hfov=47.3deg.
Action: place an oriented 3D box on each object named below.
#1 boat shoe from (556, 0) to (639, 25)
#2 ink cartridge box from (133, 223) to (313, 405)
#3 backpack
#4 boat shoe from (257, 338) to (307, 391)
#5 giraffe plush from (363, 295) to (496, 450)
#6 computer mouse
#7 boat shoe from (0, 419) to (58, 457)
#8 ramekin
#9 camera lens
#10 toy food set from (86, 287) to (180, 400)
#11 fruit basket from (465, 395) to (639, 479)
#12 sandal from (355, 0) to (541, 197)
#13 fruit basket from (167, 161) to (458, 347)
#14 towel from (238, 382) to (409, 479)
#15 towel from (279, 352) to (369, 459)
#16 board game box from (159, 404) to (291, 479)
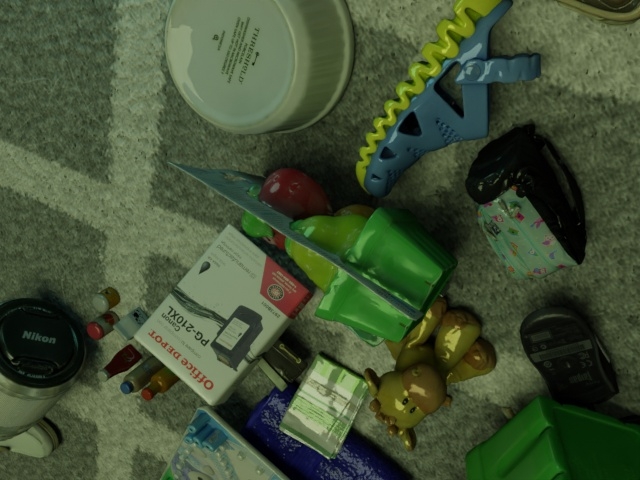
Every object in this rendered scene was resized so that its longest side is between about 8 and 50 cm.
[{"bbox_3d":[0.245,-0.343,0.837,0.302,0.098,0.109,36,120,9],"label":"boat shoe"},{"bbox_3d":[-0.153,0.122,1.181,0.172,0.100,0.237,39,86,8],"label":"ink cartridge box"},{"bbox_3d":[0.267,-0.038,0.948,0.115,0.152,0.182,-23,112,39],"label":"backpack"},{"bbox_3d":[-0.116,0.154,1.269,0.228,0.069,0.081,48,169,11],"label":"boat shoe"},{"bbox_3d":[0.140,0.204,1.091,0.181,0.170,0.210,35,123,10],"label":"giraffe plush"},{"bbox_3d":[0.337,0.202,1.058,0.184,0.060,0.262,-26,109,29],"label":"computer mouse"},{"bbox_3d":[-0.754,0.448,1.709,0.302,0.103,0.113,12,117,23],"label":"boat shoe"},{"bbox_3d":[-0.098,-0.274,1.034,0.273,0.127,0.273,11,116,24],"label":"ramekin"},{"bbox_3d":[-0.626,0.264,1.491,0.219,0.219,0.274,48,125,1],"label":"camera lens"},{"bbox_3d":[-0.381,0.210,1.408,0.232,0.104,0.111,49,124,1],"label":"toy food set"},{"bbox_3d":[0.292,0.442,0.962,0.283,0.392,0.392,17,120,-3],"label":"fruit basket"},{"bbox_3d":[0.162,-0.171,0.938,0.138,0.126,0.317,37,118,1],"label":"sandal"},{"bbox_3d":[0.000,0.000,0.990,0.353,0.327,0.165,26,99,13],"label":"fruit basket"},{"bbox_3d":[-0.011,0.416,1.321,0.308,0.076,0.227,37,124,9],"label":"towel"},{"bbox_3d":[0.007,0.284,1.248,0.113,0.023,0.152,28,97,9],"label":"towel"},{"bbox_3d":[-0.144,0.539,1.406,0.390,0.050,0.390,39,136,9],"label":"board game box"}]
